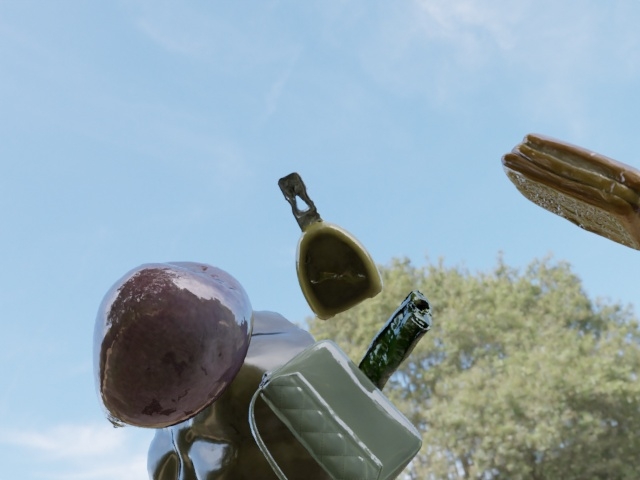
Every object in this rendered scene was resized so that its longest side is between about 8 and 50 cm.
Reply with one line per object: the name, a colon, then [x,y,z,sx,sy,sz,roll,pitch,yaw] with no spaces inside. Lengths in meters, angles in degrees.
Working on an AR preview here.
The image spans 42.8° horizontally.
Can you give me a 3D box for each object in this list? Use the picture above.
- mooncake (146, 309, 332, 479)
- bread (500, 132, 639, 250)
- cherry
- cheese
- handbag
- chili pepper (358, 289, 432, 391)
mooncake: [-0.168,0.367,1.601,0.262,0.467,0.467,-1,-35,-33]
bread: [0.315,-0.063,0.979,0.116,0.200,0.077,30,-89,-46]
cherry: [-0.195,0.143,1.094,0.205,0.239,0.239,2,-35,2]
cheese: [0.000,0.000,0.896,0.086,0.163,0.036,-26,-5,7]
handbag: [0.008,0.290,1.229,0.219,0.256,0.079,-32,-18,-37]
chili pepper: [0.102,0.218,1.392,0.076,0.085,0.359,7,-42,-16]
